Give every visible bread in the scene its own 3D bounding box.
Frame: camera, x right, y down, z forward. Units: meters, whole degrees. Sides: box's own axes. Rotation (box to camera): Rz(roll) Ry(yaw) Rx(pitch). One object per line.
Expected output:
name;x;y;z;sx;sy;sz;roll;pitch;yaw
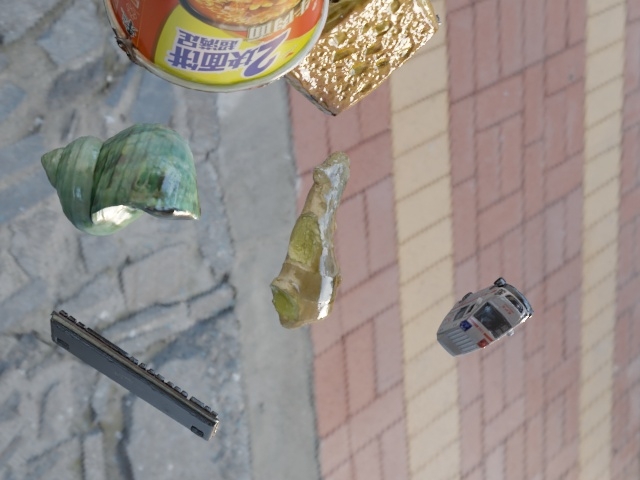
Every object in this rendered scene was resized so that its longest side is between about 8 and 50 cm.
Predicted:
bread;0.043;-0.302;1.574;0.235;0.099;0.210;-37;150;12

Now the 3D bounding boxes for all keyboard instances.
keyboard;-0.216;0.157;1.278;0.025;0.230;0.094;-56;176;-25

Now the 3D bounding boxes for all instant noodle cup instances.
instant noodle cup;-0.083;-0.252;0.930;0.213;0.213;0.174;-55;179;-17

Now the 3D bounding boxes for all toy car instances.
toy car;0.296;0.145;2.007;0.089;0.209;0.108;48;64;-3

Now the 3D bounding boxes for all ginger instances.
ginger;0.000;0.000;1.728;0.131;0.086;0.294;23;79;-41

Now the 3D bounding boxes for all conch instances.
conch;-0.224;-0.068;1.260;0.176;0.188;0.122;-54;129;-62
